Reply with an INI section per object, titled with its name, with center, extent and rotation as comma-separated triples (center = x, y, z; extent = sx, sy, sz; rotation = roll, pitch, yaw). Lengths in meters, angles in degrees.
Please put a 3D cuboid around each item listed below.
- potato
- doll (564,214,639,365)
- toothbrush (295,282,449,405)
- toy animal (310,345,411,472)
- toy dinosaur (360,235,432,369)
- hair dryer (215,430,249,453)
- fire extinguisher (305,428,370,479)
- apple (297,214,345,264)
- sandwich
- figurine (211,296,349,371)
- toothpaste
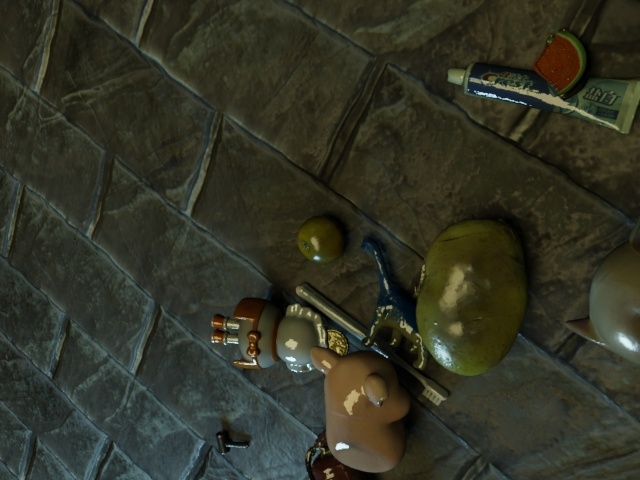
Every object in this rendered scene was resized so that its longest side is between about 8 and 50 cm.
[potato]
center = 0.228, 0.085, 1.061
extent = 0.170, 0.143, 0.248
rotation = 4, 107, 12
[doll]
center = 0.470, 0.009, 0.839
extent = 0.215, 0.226, 0.370
rotation = 9, 112, -10
[toothbrush]
center = 0.089, 0.183, 1.273
extent = 0.342, 0.025, 0.030
rotation = 37, 125, 17
[toy animal]
center = 0.075, 0.298, 1.211
extent = 0.167, 0.154, 0.250
rotation = 7, 126, 28
[toy dinosaur]
center = 0.158, 0.115, 1.176
extent = 0.248, 0.075, 0.188
rotation = 23, 115, 33
[hair dryer]
center = -0.196, 0.455, 1.561
extent = 0.083, 0.026, 0.047
rotation = -4, 105, 31
[fire extinguisher]
center = 0.078, 0.508, 1.348
extent = 0.142, 0.105, 0.341
rotation = -26, 91, 23
[apple]
center = 0.000, 0.000, 1.239
extent = 0.090, 0.075, 0.089
rotation = 34, 137, 39
[sandwich]
center = 0.327, -0.238, 0.938
extent = 0.069, 0.026, 0.101
rotation = -32, 59, 8
[figurine]
center = -0.082, 0.182, 1.315
extent = 0.271, 0.143, 0.143
rotation = 9, 111, 32
[toothpaste]
center = 0.304, -0.209, 0.973
extent = 0.269, 0.069, 0.047
rotation = 18, 148, 26
